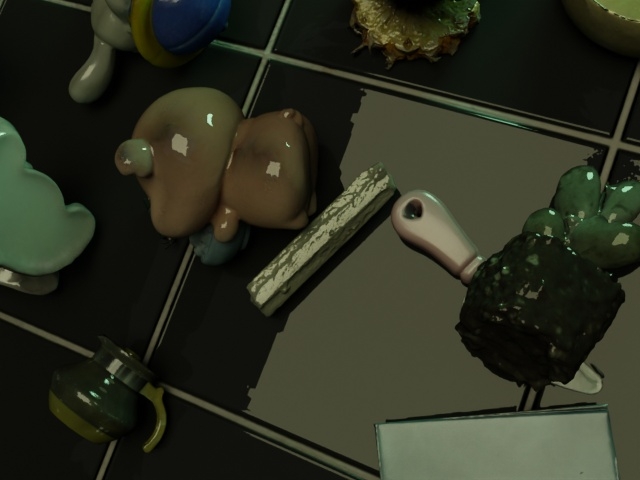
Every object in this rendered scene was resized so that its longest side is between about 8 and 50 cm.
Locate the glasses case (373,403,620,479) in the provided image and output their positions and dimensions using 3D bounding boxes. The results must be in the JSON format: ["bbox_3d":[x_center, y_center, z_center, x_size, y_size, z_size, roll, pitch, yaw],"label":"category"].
[{"bbox_3d":[0.202,0.254,0.798,0.266,0.056,0.105,-8,79,13],"label":"glasses case"}]

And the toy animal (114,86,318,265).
[{"bbox_3d":[-0.115,-0.097,0.874,0.221,0.210,0.230,-23,108,17],"label":"toy animal"}]

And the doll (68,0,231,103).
[{"bbox_3d":[-0.264,-0.326,0.983,0.242,0.159,0.311,32,91,17],"label":"doll"}]

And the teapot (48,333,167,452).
[{"bbox_3d":[-0.272,0.208,0.904,0.165,0.130,0.119,42,73,-14],"label":"teapot"}]

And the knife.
[{"bbox_3d":[0.206,0.070,0.844,0.081,0.043,0.336,-42,74,3],"label":"knife"}]

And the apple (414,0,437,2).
[{"bbox_3d":[0.128,-0.410,0.829,0.234,0.234,0.234,-3,78,14],"label":"apple"}]

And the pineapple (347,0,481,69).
[{"bbox_3d":[0.126,-0.338,0.945,0.221,0.047,0.221,-3,79,13],"label":"pineapple"}]

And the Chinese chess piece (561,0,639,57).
[{"bbox_3d":[0.424,-0.348,0.846,0.250,0.097,0.251,-3,77,14],"label":"Chinese chess piece"}]

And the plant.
[{"bbox_3d":[0.273,0.026,0.760,0.274,0.149,0.146,-45,104,-26],"label":"plant"}]

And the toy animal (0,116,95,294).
[{"bbox_3d":[-0.497,-0.036,0.954,0.265,0.272,0.206,3,54,28],"label":"toy animal"}]

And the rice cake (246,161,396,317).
[{"bbox_3d":[0.000,0.000,0.903,0.256,0.057,0.052,-44,89,2],"label":"rice cake"}]

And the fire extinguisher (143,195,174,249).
[{"bbox_3d":[-0.225,-0.028,0.981,0.038,0.025,0.083,-23,72,-15],"label":"fire extinguisher"}]
